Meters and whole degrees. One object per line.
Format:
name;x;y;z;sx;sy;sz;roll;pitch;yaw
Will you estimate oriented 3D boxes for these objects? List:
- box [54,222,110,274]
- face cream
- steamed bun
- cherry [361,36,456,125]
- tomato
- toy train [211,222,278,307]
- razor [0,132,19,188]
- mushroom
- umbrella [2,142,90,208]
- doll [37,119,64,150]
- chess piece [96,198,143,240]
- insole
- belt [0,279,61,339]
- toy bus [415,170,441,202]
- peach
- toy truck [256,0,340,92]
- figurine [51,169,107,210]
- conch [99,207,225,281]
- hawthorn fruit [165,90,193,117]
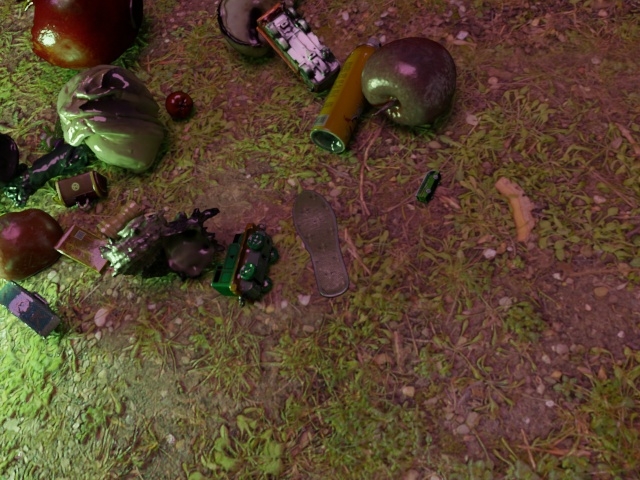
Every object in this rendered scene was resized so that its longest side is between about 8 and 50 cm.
box;-0.632;0.022;1.779;0.156;0.022;0.089;24;69;14
face cream;0.085;-0.405;1.777;0.105;0.105;0.348;15;67;23
steamed bun;-0.574;-0.355;1.834;0.320;0.206;0.275;30;56;-11
cherry;0.225;-0.403;1.672;0.236;0.213;0.285;43;66;8
tomato;-0.827;-0.001;1.794;0.214;0.155;0.180;-38;63;-8
toy train;-0.187;0.058;1.611;0.136;0.091;0.227;-4;61;26
razor;-1.013;-0.162;1.895;0.349;0.113;0.204;-33;48;23
mushroom;-0.179;-0.691;2.006;0.248;0.130;0.344;17;69;-4
umbrella;-0.765;-0.222;1.927;0.349;0.094;0.143;-37;53;-7
doll;-0.801;-0.348;2.034;0.115;0.050;0.190;29;71;20
chess piece;-0.542;-0.054;1.793;0.066;0.066;0.122;37;71;29
insole;0.000;0.000;1.637;0.109;0.007;0.322;-19;58;6
belt;-0.741;0.171;1.678;0.163;0.148;0.082;44;73;-14
toy bus;0.267;-0.133;1.619;0.037;0.031;0.083;16;67;34
peach;-0.721;-0.726;2.055;0.310;0.335;0.405;12;59;-1
toy truck;-0.062;-0.539;1.843;0.114;0.135;0.270;-40;85;-3
figurine;-0.685;-0.129;1.873;0.154;0.082;0.098;-17;78;7
conch;-0.393;-0.001;1.619;0.313;0.240;0.186;-5;76;3
hawthorn fruit;-0.420;-0.402;1.943;0.081;0.081;0.093;-42;30;-9
